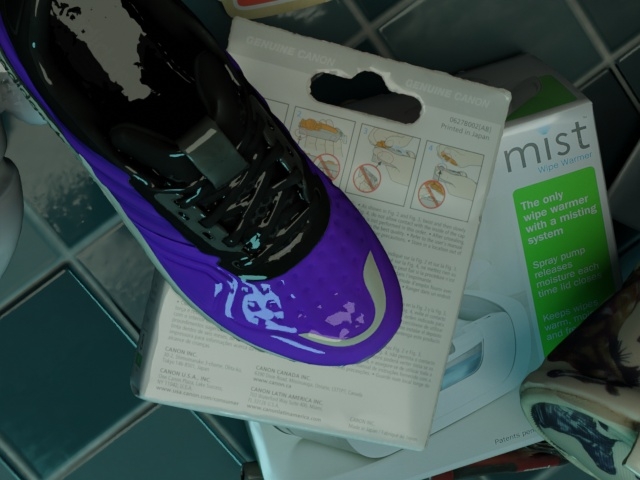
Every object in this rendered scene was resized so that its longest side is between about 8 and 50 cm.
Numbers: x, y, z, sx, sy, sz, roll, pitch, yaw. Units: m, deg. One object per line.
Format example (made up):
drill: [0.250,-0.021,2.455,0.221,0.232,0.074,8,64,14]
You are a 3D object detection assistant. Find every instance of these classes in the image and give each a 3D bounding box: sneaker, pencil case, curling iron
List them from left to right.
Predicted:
sneaker: [-0.060,-0.036,0.775,0.102,0.146,0.293,-46,103,-8]
curling iron: [0.075,0.151,1.105,0.274,0.035,0.068,-6,114,-12]
pencil case: [0.296,0.003,0.927,0.160,0.183,0.410,39,73,12]

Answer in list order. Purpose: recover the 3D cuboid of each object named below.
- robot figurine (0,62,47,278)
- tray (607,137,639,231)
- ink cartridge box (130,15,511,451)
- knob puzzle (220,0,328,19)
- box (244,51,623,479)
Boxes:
robot figurine: [-0.286,-0.077,0.841,0.300,0.200,0.353,-23,114,-20]
tray: [0.316,-0.112,1.065,0.145,0.030,0.270,24,103,-21]
ink cartridge box: [0.000,0.000,0.897,0.181,0.056,0.224,13,89,-16]
knob puzzle: [-0.020,-0.227,0.941,0.213,0.030,0.213,-5,111,-12]
box: [0.057,0.027,1.006,0.262,0.127,0.231,-16,115,-6]
